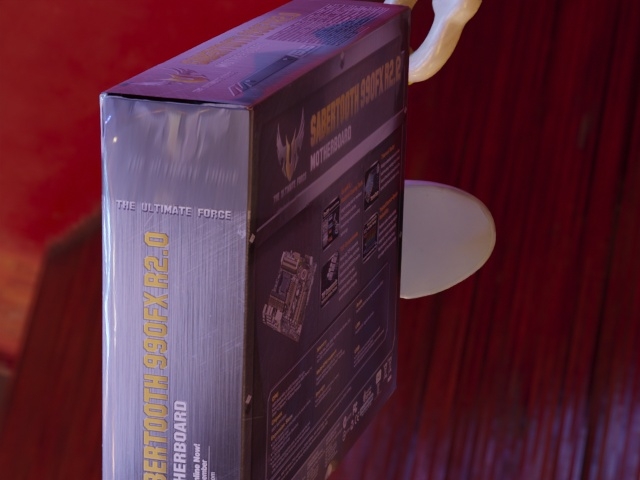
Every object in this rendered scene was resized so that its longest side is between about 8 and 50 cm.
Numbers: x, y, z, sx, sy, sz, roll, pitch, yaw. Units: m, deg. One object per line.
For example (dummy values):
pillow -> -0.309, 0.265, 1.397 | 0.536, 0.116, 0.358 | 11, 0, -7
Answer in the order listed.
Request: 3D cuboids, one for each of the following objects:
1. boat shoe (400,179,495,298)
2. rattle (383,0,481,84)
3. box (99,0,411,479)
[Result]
boat shoe -> 0.000, 0.000, 1.008 | 0.183, 0.065, 0.083 | -10, -169, -9
rattle -> 0.087, -0.248, 1.763 | 0.143, 0.130, 0.200 | 29, 140, -20
box -> -0.020, 0.010, 0.720 | 0.056, 0.183, 0.231 | 6, -163, 15
